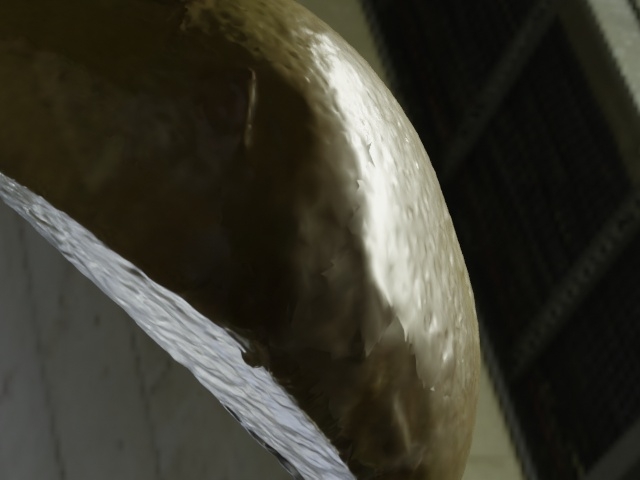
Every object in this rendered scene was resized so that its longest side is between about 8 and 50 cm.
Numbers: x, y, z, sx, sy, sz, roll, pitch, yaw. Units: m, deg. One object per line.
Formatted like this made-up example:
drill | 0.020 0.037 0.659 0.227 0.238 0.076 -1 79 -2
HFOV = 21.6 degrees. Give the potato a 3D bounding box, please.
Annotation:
potato | 0.003 0.002 0.491 0.120 0.261 0.100 -51 -145 -12
